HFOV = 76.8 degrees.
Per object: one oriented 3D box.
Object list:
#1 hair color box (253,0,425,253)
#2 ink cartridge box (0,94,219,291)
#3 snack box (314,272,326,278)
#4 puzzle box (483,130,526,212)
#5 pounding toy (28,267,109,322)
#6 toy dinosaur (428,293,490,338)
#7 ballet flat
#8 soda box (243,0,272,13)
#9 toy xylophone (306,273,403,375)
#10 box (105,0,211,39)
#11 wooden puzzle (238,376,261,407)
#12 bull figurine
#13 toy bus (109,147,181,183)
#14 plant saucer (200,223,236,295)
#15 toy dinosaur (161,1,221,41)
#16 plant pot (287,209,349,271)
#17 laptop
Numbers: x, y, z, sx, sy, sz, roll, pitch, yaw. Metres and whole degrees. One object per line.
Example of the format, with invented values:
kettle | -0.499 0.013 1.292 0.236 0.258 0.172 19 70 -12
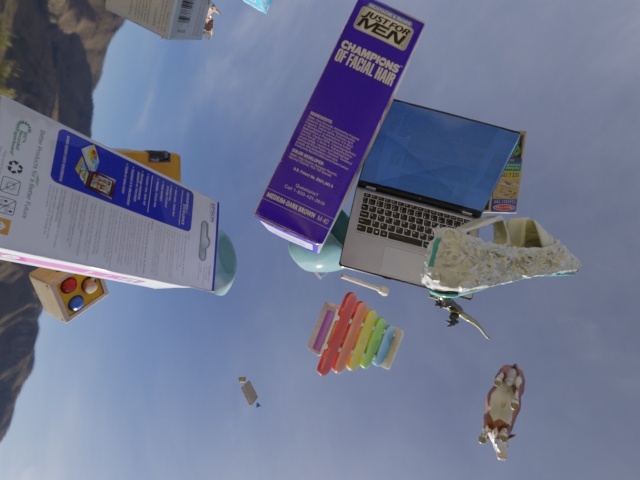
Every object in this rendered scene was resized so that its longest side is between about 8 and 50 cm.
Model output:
hair color box | 0.026 -0.155 0.617 0.185 0.109 0.339 106 7 -85
ink cartridge box | -0.298 -0.033 0.596 0.069 0.370 0.176 -10 -109 28
snack box | -0.028 0.064 1.561 0.064 0.178 0.022 -43 -156 -18
puzzle box | 0.457 -0.229 1.343 0.052 0.407 0.273 -90 -179 -77
pounding toy | -0.531 0.086 0.894 0.100 0.141 0.130 17 -54 22
toy dinosaur | 0.469 0.252 1.427 0.268 0.118 0.064 46 -58 44
ballet flat | 0.354 0.019 0.753 0.146 0.408 0.147 6 -83 55
soda box | -0.152 -0.596 0.906 0.071 0.067 0.210 -61 -177 9
toy xylophone | 0.096 0.217 1.033 0.081 0.322 0.237 18 -88 46
box | -0.191 -0.316 0.499 0.102 0.087 0.101 -72 -172 -63
wooden puzzle | -0.235 0.502 1.331 0.014 0.078 0.117 -30 -103 6
bull figurine | 0.565 0.540 1.262 0.101 0.188 0.311 10 -89 29
toy bus | -0.447 -0.127 0.792 0.130 0.332 0.109 13 -74 36
plant saucer | -0.253 0.042 1.033 0.037 0.195 0.195 -11 -117 10
toy dinosaur | -0.463 -0.782 1.418 0.296 0.200 0.127 -121 -149 -51
plant pot | 0.000 0.000 1.423 0.195 0.290 0.291 -40 -132 21
laptop | 0.288 -0.104 1.084 0.236 0.381 0.409 105 0 -68
